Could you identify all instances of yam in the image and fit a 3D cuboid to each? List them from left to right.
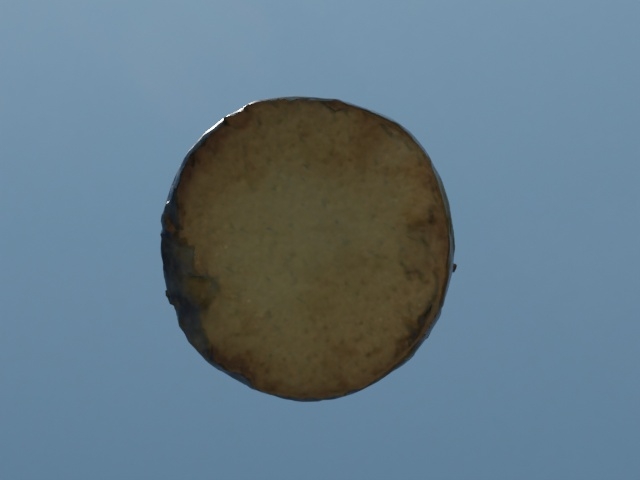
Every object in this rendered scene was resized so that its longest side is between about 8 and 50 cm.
[{"bbox_3d":[0.000,0.000,0.755,0.107,0.107,0.194,54,-176,0],"label":"yam"}]
